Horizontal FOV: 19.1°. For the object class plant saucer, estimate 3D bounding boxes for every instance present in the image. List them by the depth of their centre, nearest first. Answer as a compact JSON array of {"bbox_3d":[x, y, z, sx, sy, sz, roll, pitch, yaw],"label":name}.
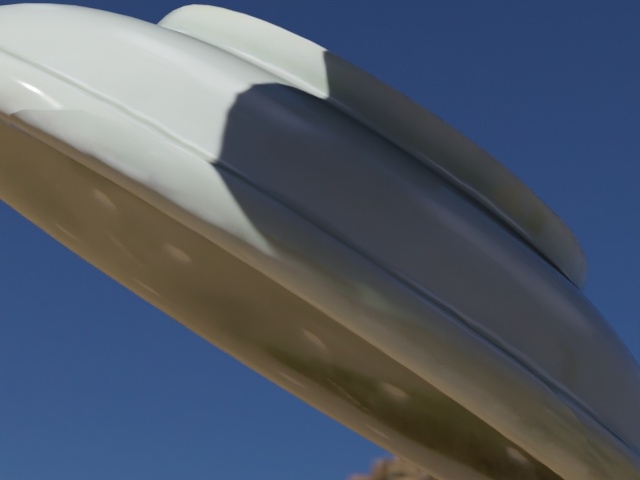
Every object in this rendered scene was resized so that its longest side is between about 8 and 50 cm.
[{"bbox_3d":[0.000,0.000,0.810,0.400,0.100,0.400,32,-8,5],"label":"plant saucer"}]
